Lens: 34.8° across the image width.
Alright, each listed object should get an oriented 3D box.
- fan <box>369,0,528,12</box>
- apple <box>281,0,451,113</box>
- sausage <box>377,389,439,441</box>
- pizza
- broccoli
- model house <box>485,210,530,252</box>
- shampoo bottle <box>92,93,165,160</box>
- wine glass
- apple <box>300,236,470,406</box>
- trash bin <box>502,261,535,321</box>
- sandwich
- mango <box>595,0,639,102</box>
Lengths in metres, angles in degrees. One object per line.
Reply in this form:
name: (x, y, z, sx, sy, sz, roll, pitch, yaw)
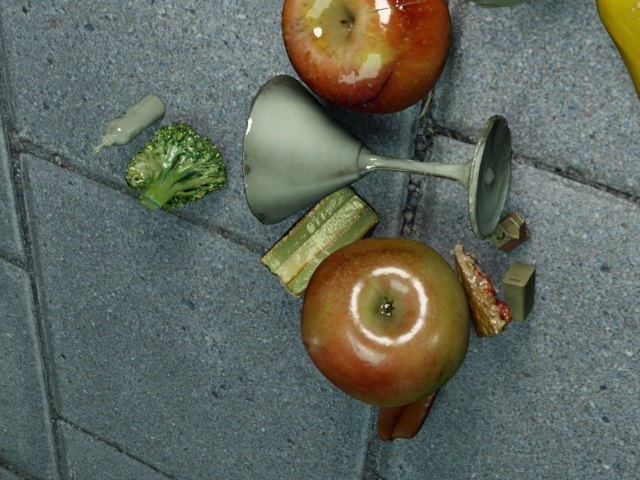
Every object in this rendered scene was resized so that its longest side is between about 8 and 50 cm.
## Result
fan: (0.219, -0.358, 1.448, 0.182, 0.310, 0.010, 98, 160, -78)
apple: (0.076, -0.332, 1.590, 0.272, 0.206, 0.251, 28, 113, 28)
sausage: (0.193, 0.304, 2.101, 0.102, 0.102, 0.330, 30, 135, 13)
pizza: (0.304, 0.120, 1.846, 0.053, 0.193, 0.201, -21, 124, -4)
broccoli: (-0.305, -0.132, 2.044, 0.219, 0.194, 0.194, 2, 124, 28)
model house: (0.332, -0.013, 1.779, 0.058, 0.057, 0.083, 49, 135, -1)
shampoo bottle: (-0.385, -0.224, 2.023, 0.056, 0.195, 0.056, 18, 131, 22)
wine glass: (0.101, -0.130, 1.727, 0.406, 0.267, 0.267, 10, 128, 23)
apple: (0.119, 0.139, 1.848, 0.319, 0.319, 0.277, 34, 156, 9)
trash bin: (0.358, 0.095, 1.842, 0.043, 0.061, 0.092, 14, 132, 26)
sandwich: (0.000, 0.000, 1.964, 0.117, 0.144, 0.187, 44, 137, -5)
mango: (0.523, -0.243, 1.399, 0.195, 0.142, 0.332, -22, 106, 39)
